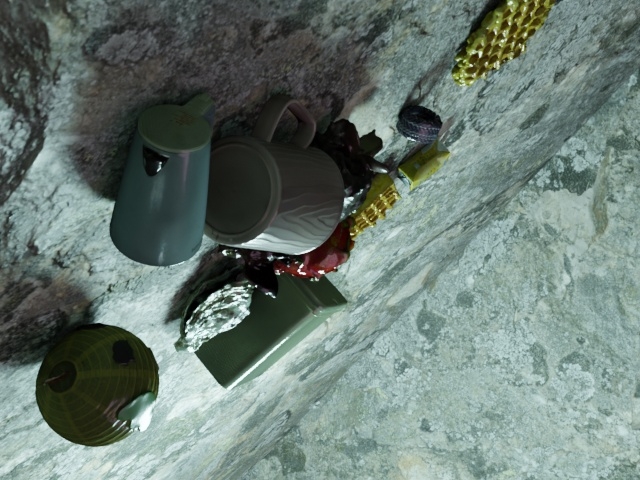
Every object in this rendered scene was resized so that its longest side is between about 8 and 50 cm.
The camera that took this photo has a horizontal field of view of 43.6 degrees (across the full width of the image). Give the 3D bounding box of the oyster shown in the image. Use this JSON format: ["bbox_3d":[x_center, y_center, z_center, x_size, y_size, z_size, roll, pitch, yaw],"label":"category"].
[{"bbox_3d":[-0.249,0.163,1.949,0.198,0.112,0.267,-24,157,-44],"label":"oyster"}]

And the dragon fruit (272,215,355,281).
[{"bbox_3d":[-0.019,0.002,2.000,0.200,0.198,0.269,-11,-163,14],"label":"dragon fruit"}]

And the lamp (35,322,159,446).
[{"bbox_3d":[-0.461,0.284,1.599,0.250,0.250,0.284,-44,154,5],"label":"lamp"}]

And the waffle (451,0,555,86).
[{"bbox_3d":[0.453,-0.506,1.954,0.312,0.060,0.307,-21,154,-44],"label":"waffle"}]

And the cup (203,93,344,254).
[{"bbox_3d":[-0.078,-0.108,1.525,0.288,0.208,0.273,-47,160,18],"label":"cup"}]

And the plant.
[{"bbox_3d":[0.035,-0.144,1.724,0.234,0.178,0.204,-40,162,12],"label":"plant"}]

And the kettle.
[{"bbox_3d":[-0.239,-0.109,1.321,0.210,0.160,0.243,-50,167,-47],"label":"kettle"}]

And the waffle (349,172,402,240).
[{"bbox_3d":[0.128,-0.080,2.257,0.229,0.057,0.219,-43,162,4],"label":"waffle"}]

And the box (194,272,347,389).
[{"bbox_3d":[-0.132,0.223,2.182,0.344,0.177,0.352,-41,171,8],"label":"box"}]

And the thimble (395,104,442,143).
[{"bbox_3d":[0.240,-0.288,1.966,0.104,0.095,0.066,10,124,-22],"label":"thimble"}]

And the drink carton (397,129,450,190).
[{"bbox_3d":[0.312,-0.231,2.268,0.200,0.074,0.084,-37,162,-11],"label":"drink carton"}]

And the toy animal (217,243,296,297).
[{"bbox_3d":[-0.142,0.017,1.809,0.180,0.218,0.116,5,178,-8],"label":"toy animal"}]
